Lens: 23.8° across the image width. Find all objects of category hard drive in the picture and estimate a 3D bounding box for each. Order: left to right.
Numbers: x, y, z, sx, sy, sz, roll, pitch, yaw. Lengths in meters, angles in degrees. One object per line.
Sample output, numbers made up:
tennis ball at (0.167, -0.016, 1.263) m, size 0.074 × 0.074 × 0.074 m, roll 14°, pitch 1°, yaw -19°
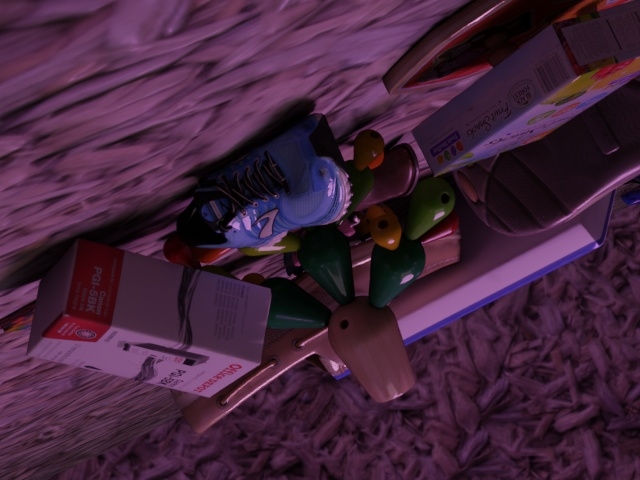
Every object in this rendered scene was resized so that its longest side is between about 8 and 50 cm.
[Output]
hard drive at (0.149, 0.001, 1.476) m, size 0.319 × 0.040 × 0.210 m, roll -31°, pitch -159°, yaw 35°

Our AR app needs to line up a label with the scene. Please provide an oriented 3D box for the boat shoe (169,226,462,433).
boat shoe at (0.003, 0.076, 1.372) m, size 0.302 × 0.098 × 0.109 m, roll -25°, pitch 173°, yaw -12°

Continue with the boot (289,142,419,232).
boot at (0.009, -0.034, 1.150) m, size 0.114 × 0.037 × 0.106 m, roll -16°, pitch 167°, yaw -28°

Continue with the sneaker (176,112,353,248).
sneaker at (-0.038, -0.025, 0.933) m, size 0.073 × 0.063 × 0.162 m, roll -17°, pitch 169°, yaw -33°

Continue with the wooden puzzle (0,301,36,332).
wooden puzzle at (-0.214, 0.055, 1.121) m, size 0.083 × 0.006 × 0.049 m, roll -28°, pitch 172°, yaw 18°

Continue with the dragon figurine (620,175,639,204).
dragon figurine at (0.357, -0.129, 1.208) m, size 0.289 × 0.144 × 0.085 m, roll -29°, pitch 172°, yaw 26°

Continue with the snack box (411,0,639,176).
snack box at (0.133, -0.091, 0.896) m, size 0.100 × 0.037 × 0.141 m, roll -19°, pitch 170°, yaw -38°

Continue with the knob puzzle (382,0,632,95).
knob puzzle at (0.130, -0.127, 0.906) m, size 0.213 × 0.030 × 0.213 m, roll -25°, pitch 173°, yaw -3°

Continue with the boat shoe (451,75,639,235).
boat shoe at (0.255, -0.120, 1.094) m, size 0.355 × 0.132 × 0.130 m, roll -22°, pitch -173°, yaw 35°

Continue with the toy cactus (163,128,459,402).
toy cactus at (0.011, 0.027, 1.068) m, size 0.219 × 0.180 × 0.112 m, roll -23°, pitch -166°, yaw 18°

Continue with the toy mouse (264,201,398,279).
toy mouse at (0.000, 0.000, 1.355) m, size 0.143 × 0.031 × 0.161 m, roll -26°, pitch 173°, yaw -1°

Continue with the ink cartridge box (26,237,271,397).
ink cartridge box at (-0.113, 0.054, 1.000) m, size 0.135 × 0.056 × 0.099 m, roll 15°, pitch 155°, yaw -20°
